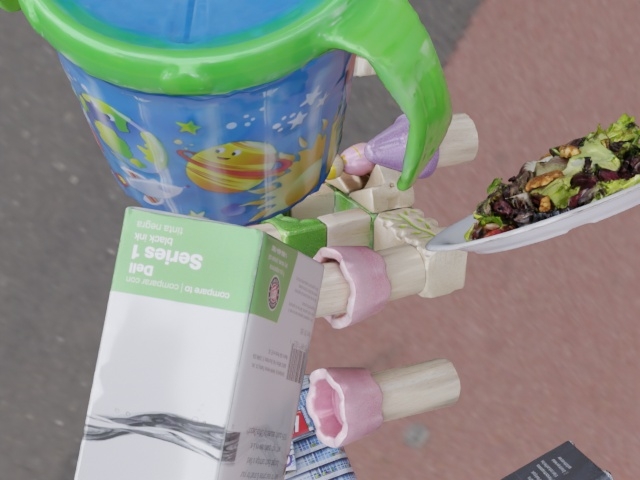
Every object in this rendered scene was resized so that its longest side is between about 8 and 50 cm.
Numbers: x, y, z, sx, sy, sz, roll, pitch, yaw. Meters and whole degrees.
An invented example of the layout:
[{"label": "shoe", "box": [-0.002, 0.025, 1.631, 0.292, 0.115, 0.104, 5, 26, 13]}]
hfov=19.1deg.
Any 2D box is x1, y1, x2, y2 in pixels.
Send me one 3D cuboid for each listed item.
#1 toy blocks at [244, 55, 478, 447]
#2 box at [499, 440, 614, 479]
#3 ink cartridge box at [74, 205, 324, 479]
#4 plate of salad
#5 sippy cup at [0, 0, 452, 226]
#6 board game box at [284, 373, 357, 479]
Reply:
[{"label": "toy blocks", "box": [-0.054, -0.016, 1.560, 0.288, 0.260, 0.309, 38, 130, 51]}, {"label": "box", "box": [0.198, 0.271, 1.732, 0.158, 0.156, 0.093, -29, 97, -2]}, {"label": "ink cartridge box", "box": [-0.074, 0.104, 1.143, 0.092, 0.160, 0.219, 10, 84, 14]}, {"label": "plate of salad", "box": [0.158, -0.039, 1.224, 0.200, 0.200, 0.048, -19, 96, 15]}, {"label": "sippy cup", "box": [-0.072, -0.131, 1.265, 0.240, 0.224, 0.305, -20, 55, -11]}, {"label": "board game box", "box": [-0.077, 0.210, 1.888, 0.194, 0.060, 0.194, -22, 77, -7]}]
